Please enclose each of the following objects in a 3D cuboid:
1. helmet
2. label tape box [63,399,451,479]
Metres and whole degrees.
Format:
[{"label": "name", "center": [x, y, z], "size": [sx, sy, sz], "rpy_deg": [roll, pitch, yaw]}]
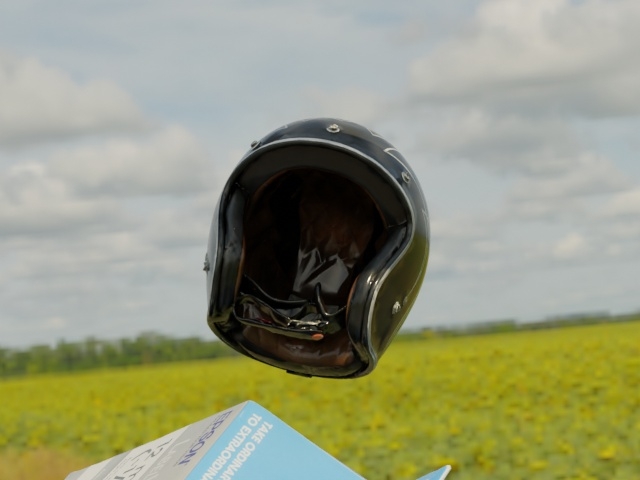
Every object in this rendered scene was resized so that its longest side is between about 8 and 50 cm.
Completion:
[{"label": "helmet", "center": [0.000, 0.000, 1.113], "size": [0.169, 0.162, 0.169], "rpy_deg": [13, -22, 5]}, {"label": "label tape box", "center": [-0.112, 0.228, 1.034], "size": [0.347, 0.115, 0.249], "rpy_deg": [-30, 14, 46]}]
